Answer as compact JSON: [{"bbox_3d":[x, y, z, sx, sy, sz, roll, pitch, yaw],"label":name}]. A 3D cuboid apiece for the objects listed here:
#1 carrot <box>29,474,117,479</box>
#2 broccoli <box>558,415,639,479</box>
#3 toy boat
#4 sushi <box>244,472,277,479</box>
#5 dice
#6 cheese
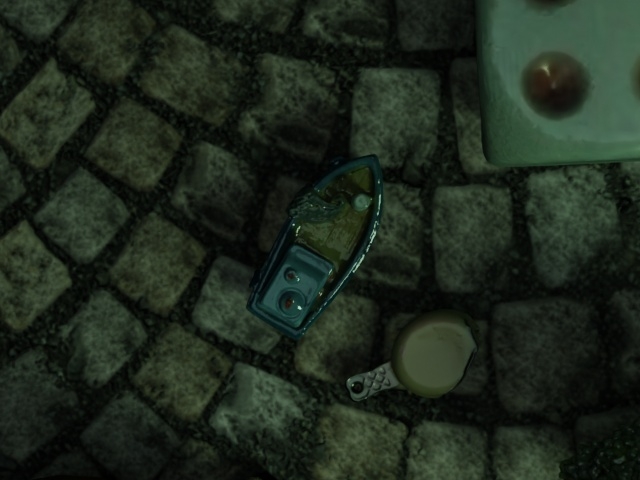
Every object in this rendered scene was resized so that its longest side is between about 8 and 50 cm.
[{"bbox_3d":[-0.223,0.386,1.586,0.340,0.224,0.224,3,93,4],"label":"carrot"},{"bbox_3d":[0.433,0.300,1.474,0.317,0.338,0.277,-41,57,28],"label":"broccoli"},{"bbox_3d":[0.000,0.000,1.602,0.109,0.098,0.238,31,96,2],"label":"toy boat"},{"bbox_3d":[-0.060,0.314,1.659,0.046,0.044,0.083,-41,89,-14],"label":"sushi"},{"bbox_3d":[0.297,-0.214,1.469,0.262,0.264,0.268,-4,93,8],"label":"dice"},{"bbox_3d":[0.114,0.149,1.618,0.171,0.047,0.092,-43,84,7],"label":"cheese"}]
